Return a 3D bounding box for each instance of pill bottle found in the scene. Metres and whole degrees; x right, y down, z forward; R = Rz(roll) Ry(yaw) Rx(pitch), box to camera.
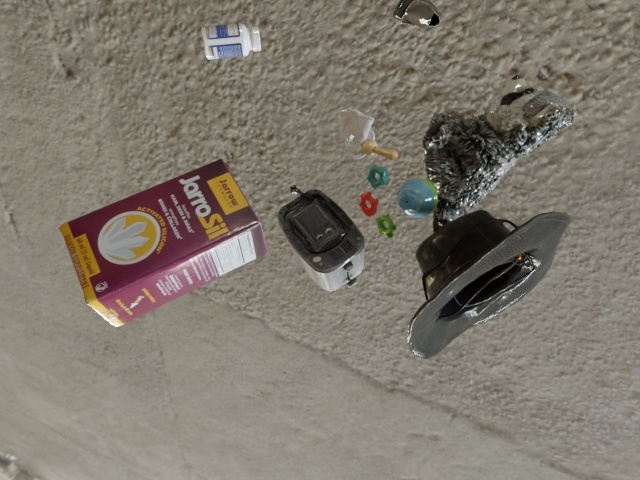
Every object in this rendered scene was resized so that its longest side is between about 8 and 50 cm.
[{"bbox_3d":[-0.193,-0.435,0.969,0.120,0.067,0.067,-8,132,-6],"label":"pill bottle"}]

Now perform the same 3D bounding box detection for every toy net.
[{"bbox_3d":[0.098,-0.124,0.776,0.122,0.045,0.232,-40,79,44],"label":"toy net"}]

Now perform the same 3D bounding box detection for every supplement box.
[{"bbox_3d":[-0.169,0.001,0.500,0.104,0.188,0.080,57,163,23],"label":"supplement box"}]

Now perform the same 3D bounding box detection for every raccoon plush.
[{"bbox_3d":[0.437,-0.158,1.075,0.300,0.216,0.445,6,123,37],"label":"raccoon plush"}]

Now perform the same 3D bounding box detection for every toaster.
[{"bbox_3d":[0.000,0.000,0.939,0.227,0.129,0.146,49,167,29],"label":"toaster"}]

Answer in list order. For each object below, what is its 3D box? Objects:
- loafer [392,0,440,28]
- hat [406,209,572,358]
[{"bbox_3d":[0.297,-0.675,1.318,0.078,0.220,0.080,48,135,15],"label":"loafer"},{"bbox_3d":[0.234,0.045,0.728,0.134,0.332,0.331,53,147,32],"label":"hat"}]
